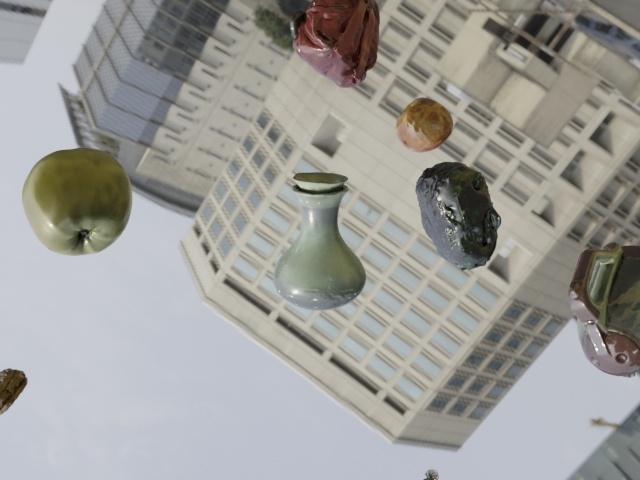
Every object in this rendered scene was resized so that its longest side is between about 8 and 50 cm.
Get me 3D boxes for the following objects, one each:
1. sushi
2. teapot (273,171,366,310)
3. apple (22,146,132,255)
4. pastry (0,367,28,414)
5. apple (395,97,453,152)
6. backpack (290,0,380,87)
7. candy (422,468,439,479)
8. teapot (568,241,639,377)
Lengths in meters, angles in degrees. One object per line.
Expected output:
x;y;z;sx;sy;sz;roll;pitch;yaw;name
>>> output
0.282;-0.049;1.378;0.127;0.124;0.225;33;148;60;sushi
0.000;0.000;1.308;0.183;0.251;0.183;1;-164;0;teapot
-0.590;-0.096;1.655;0.262;0.262;0.262;31;-162;-11;apple
-0.627;0.299;1.339;0.057;0.097;0.109;49;-149;-25;pastry
0.267;-0.301;1.774;0.131;0.146;0.146;50;-167;-19;apple
0.050;-0.457;1.472;0.138;0.229;0.229;8;174;46;backpack
0.249;0.651;1.701;0.045;0.175;0.043;23;-174;5;candy
0.722;0.159;1.655;0.315;0.233;0.312;52;-129;-10;teapot
